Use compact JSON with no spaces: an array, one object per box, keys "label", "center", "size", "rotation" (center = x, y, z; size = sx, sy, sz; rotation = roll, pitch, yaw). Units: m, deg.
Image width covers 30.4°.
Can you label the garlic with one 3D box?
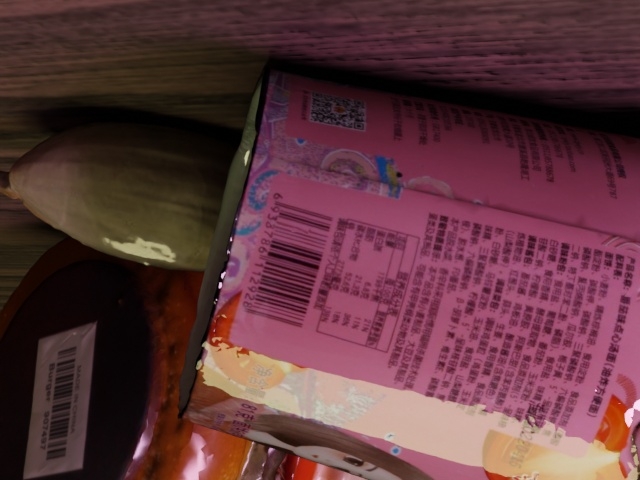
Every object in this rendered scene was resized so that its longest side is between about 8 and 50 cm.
[{"label":"garlic","center":[-0.127,-0.029,0.762],"size":[0.198,0.091,0.128],"rotation":[5,180,-15]}]

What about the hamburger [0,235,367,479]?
[{"label":"hamburger","center":[-0.124,0.152,1.001],"size":[0.330,0.330,0.250],"rotation":[-7,157,43]}]

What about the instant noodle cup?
[{"label":"instant noodle cup","center":[0.056,0.031,0.632],"size":[0.231,0.243,0.243],"rotation":[14,166,-7]}]
